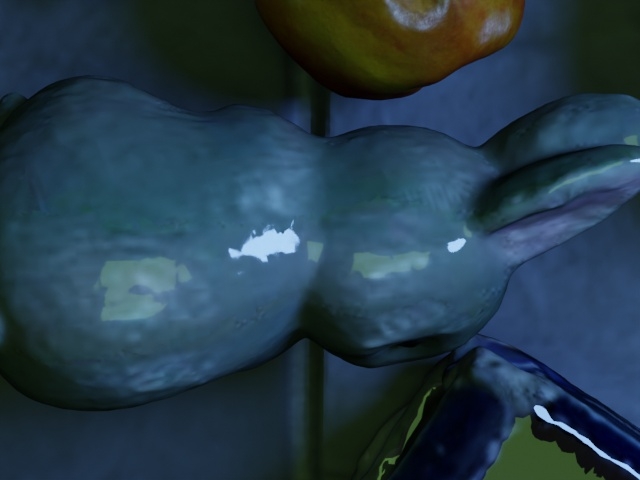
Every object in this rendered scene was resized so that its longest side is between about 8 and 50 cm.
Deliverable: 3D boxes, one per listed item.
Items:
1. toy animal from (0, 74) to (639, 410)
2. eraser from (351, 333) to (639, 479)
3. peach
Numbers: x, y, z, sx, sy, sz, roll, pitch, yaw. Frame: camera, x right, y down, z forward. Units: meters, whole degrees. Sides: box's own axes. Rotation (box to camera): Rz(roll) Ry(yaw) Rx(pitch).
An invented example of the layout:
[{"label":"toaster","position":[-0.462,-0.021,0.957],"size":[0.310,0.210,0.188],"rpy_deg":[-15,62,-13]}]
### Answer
[{"label":"toy animal","position":[0.000,0.003,0.702],"size":[0.251,0.125,0.127],"rpy_deg":[-2,63,11]},{"label":"eraser","position":[0.148,0.184,0.739],"size":[0.332,0.101,0.155],"rpy_deg":[34,93,-1]},{"label":"peach","position":[0.023,-0.104,0.726],"size":[0.101,0.101,0.100],"rpy_deg":[0,94,1]}]
